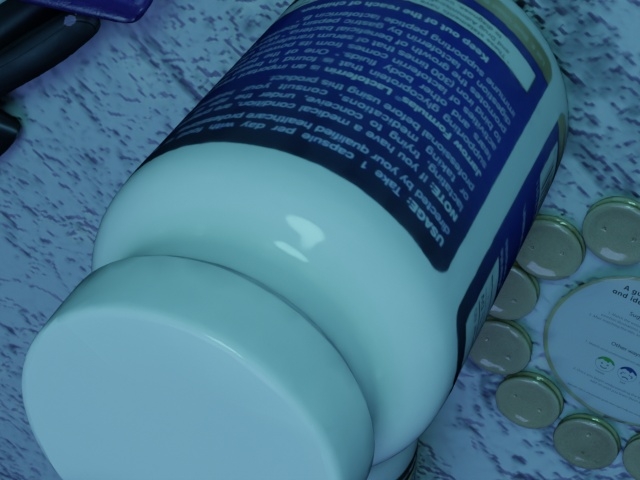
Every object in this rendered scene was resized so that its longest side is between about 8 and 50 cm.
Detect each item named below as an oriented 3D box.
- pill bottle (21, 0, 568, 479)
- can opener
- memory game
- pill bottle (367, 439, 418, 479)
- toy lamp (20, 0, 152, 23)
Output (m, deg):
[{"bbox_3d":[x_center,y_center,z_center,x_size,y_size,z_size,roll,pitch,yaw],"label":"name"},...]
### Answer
[{"bbox_3d":[0.000,0.000,0.551,0.153,0.265,0.153,14,129,18],"label":"pill bottle"},{"bbox_3d":[-0.182,-0.095,0.725,0.186,0.073,0.059,-33,67,37],"label":"can opener"},{"bbox_3d":[0.162,0.056,0.681,0.186,0.012,0.186,14,129,18],"label":"memory game"},{"bbox_3d":[-0.006,0.174,0.784,0.119,0.119,0.208,15,129,17],"label":"pill bottle"},{"bbox_3d":[-0.196,-0.180,0.599,0.274,0.080,0.080,26,136,-22],"label":"toy lamp"}]
